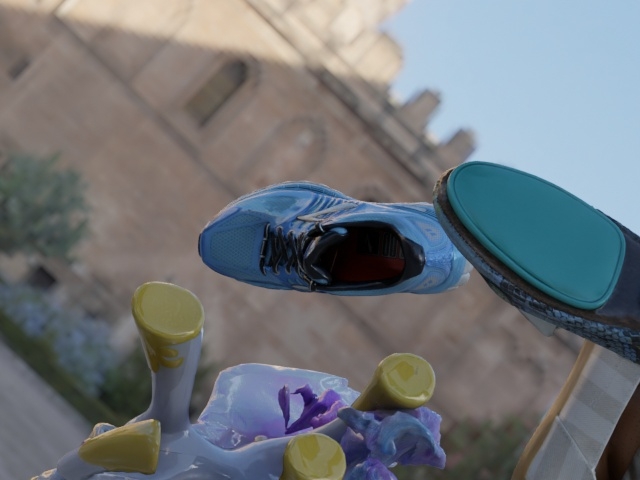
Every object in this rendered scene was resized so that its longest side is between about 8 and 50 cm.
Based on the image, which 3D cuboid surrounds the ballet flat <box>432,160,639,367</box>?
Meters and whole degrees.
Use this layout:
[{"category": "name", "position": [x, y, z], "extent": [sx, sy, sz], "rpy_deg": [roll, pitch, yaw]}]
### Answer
[{"category": "ballet flat", "position": [0.131, 0.029, 0.872], "extent": [0.188, 0.070, 0.070], "rpy_deg": [28, -10, 6]}]

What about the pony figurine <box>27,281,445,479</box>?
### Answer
[{"category": "pony figurine", "position": [-0.061, 0.183, 1.447], "extent": [0.351, 0.303, 0.363], "rpy_deg": [16, -31, -20]}]

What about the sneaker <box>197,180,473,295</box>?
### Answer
[{"category": "sneaker", "position": [0.000, 0.000, 1.069], "extent": [0.162, 0.063, 0.073], "rpy_deg": [0, 5, 27]}]

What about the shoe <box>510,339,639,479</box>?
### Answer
[{"category": "shoe", "position": [0.158, 0.118, 1.059], "extent": [0.076, 0.219, 0.058], "rpy_deg": [24, -5, -33]}]
